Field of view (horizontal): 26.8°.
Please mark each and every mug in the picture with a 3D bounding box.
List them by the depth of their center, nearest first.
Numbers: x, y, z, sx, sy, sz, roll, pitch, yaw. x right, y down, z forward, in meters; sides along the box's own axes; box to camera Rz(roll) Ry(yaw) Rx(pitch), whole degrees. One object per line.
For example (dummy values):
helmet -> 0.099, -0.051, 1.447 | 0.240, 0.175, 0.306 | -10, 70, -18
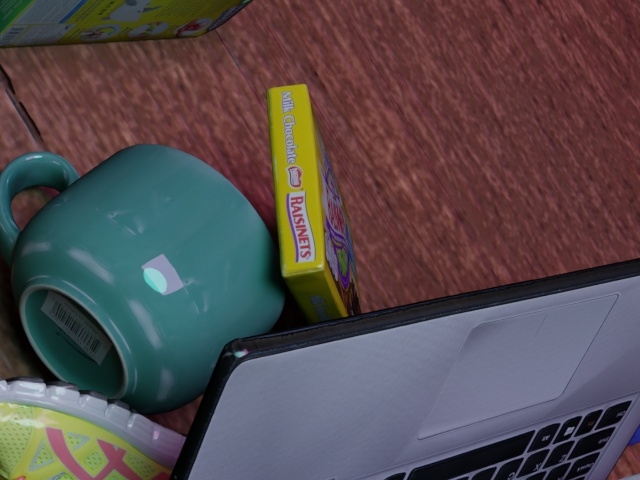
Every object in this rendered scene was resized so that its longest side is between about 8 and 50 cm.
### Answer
mug -> -0.109, 0.026, 0.715 | 0.097, 0.158, 0.129 | -44, 128, -40

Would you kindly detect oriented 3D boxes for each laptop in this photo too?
laptop -> 0.099, 0.245, 0.710 | 0.382, 0.407, 0.236 | -9, 43, -41

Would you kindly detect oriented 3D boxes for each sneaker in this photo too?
sneaker -> -0.119, 0.132, 0.682 | 0.209, 0.081, 0.094 | 24, 65, -27

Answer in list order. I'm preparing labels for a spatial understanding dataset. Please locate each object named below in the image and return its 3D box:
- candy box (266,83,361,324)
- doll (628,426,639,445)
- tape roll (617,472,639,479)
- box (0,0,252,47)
candy box -> 0.000, 0.000, 0.776 | 0.027, 0.206, 0.105 | -10, 71, 5
doll -> 0.250, 0.103, 1.007 | 0.189, 0.046, 0.129 | -7, 76, -40
tape roll -> 0.181, 0.322, 0.735 | 0.392, 0.072, 0.391 | -10, 104, -41
box -> -0.103, -0.157, 0.800 | 0.179, 0.105, 0.043 | -8, 77, -41
